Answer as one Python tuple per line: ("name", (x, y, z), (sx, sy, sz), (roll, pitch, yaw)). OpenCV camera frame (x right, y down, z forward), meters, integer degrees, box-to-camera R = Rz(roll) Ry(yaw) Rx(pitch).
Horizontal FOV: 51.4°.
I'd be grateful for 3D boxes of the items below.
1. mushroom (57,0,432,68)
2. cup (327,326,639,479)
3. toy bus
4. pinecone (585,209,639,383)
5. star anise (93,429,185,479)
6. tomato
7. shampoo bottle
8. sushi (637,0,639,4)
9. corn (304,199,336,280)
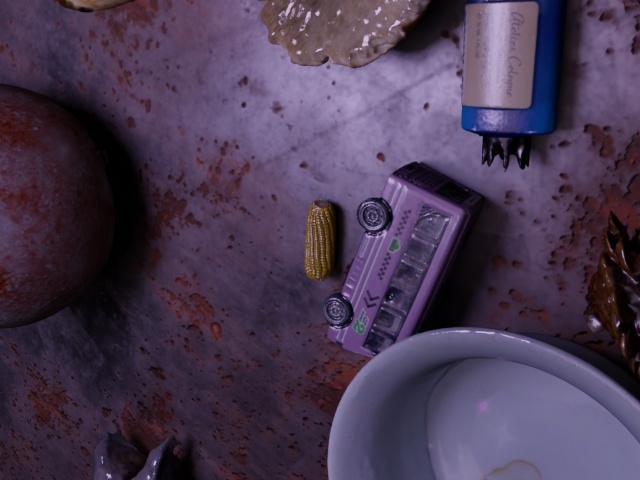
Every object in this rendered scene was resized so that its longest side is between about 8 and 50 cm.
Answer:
("mushroom", (-0.030, -0.226, 0.566), (0.233, 0.302, 0.208), (13, 146, 42))
("cup", (0.192, 0.227, 0.629), (0.347, 0.163, 0.347), (9, 106, 33))
("toy bus", (0.084, 0.027, 0.682), (0.108, 0.096, 0.199), (27, 115, 16))
("pinecone", (0.295, 0.041, 0.519), (0.173, 0.173, 0.174), (10, 110, 28))
("star anise", (-0.232, 0.421, 0.974), (0.359, 0.139, 0.316), (-36, 92, 34))
("tomato", (-0.415, -0.044, 0.859), (0.316, 0.282, 0.317), (19, 118, 39))
("shampoo bottle", (0.170, -0.156, 0.595), (0.087, 0.050, 0.183), (7, 109, 26))
("sushi", (0.360, -0.111, 0.388), (0.234, 0.207, 0.349), (-35, 76, 24))
("corn", (0.000, 0.000, 0.757), (0.037, 0.037, 0.092), (13, 113, 27))
